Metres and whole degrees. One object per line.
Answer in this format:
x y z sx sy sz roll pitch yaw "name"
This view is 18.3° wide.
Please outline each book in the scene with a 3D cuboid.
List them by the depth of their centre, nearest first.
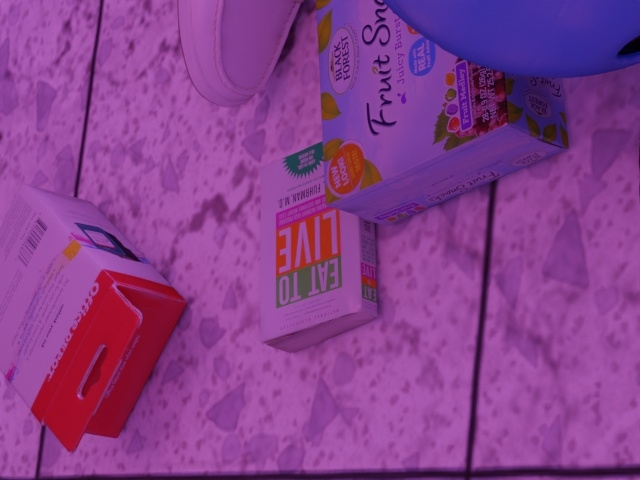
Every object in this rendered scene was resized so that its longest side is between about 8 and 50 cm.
0.000 0.000 1.458 0.096 0.035 0.144 -22 59 38 "book"

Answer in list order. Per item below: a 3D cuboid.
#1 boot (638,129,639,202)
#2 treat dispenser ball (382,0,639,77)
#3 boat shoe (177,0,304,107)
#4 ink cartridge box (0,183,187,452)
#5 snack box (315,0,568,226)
0.277 -0.025 1.123 0.229 0.091 0.263 -28 53 46 "boot"
0.142 -0.241 1.182 0.288 0.288 0.288 -20 63 43 "treat dispenser ball"
-0.035 -0.238 1.526 0.096 0.098 0.277 7 85 43 "boat shoe"
-0.195 0.067 1.615 0.231 0.078 0.134 43 110 47 "ink cartridge box"
0.079 -0.135 1.382 0.174 0.070 0.207 -23 60 42 "snack box"
